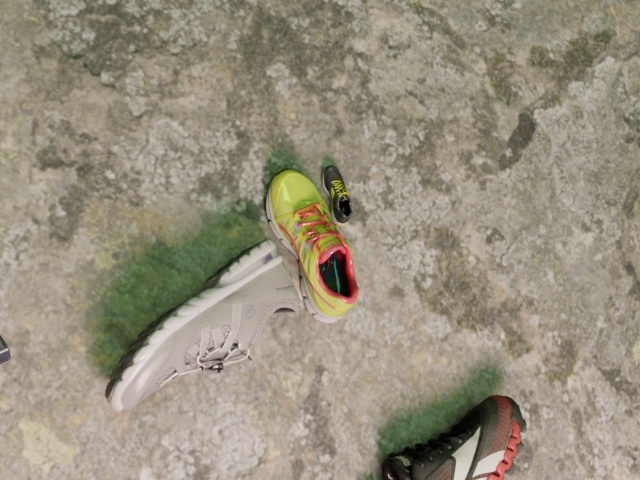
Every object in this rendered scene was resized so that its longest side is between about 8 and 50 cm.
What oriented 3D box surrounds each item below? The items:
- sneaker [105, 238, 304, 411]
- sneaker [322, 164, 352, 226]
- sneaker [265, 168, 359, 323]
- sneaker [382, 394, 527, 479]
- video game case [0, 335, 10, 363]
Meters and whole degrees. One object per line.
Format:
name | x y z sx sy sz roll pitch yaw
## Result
sneaker | -0.129 0.116 1.132 0.281 0.105 0.115 -40 96 -24
sneaker | 0.027 -0.062 1.268 0.031 0.035 0.083 -13 85 -25
sneaker | 0.000 0.000 1.214 0.081 0.094 0.208 -24 88 -23
sneaker | 0.159 0.294 1.220 0.135 0.098 0.276 44 69 -12
video game case | -0.487 0.110 0.964 0.274 0.026 0.196 -27 56 -28
